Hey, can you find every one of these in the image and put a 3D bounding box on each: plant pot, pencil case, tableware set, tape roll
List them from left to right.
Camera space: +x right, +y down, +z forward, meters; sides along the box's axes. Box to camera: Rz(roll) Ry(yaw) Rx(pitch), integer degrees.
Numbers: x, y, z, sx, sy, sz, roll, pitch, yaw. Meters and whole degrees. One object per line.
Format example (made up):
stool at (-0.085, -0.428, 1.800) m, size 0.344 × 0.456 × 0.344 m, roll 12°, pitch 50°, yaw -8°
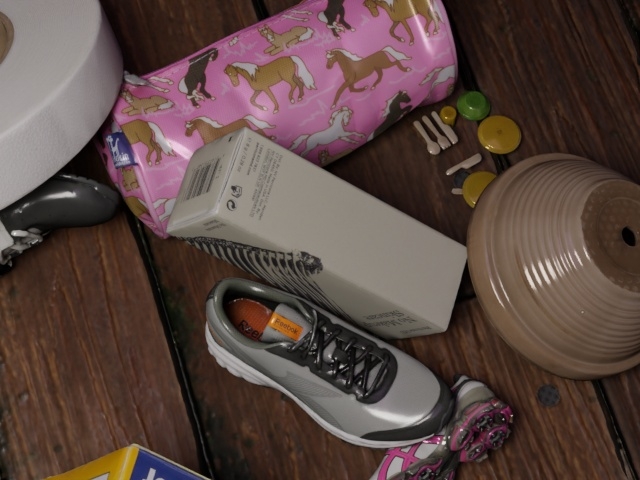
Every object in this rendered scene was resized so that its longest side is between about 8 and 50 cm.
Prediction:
tape roll at (-0.386, -0.145, 1.259) m, size 0.392 × 0.072 × 0.392 m, roll -11°, pitch 42°, yaw 10°
pencil case at (-0.044, -0.153, 1.322) m, size 0.386 × 0.167 × 0.160 m, roll -27°, pitch 56°, yaw -12°
tableware set at (0.178, -0.090, 1.379) m, size 0.104 × 0.024 × 0.154 m, roll -30°, pitch 72°, yaw -16°
plant pot at (0.273, 0.012, 1.251) m, size 0.237 × 0.110 × 0.237 m, roll 10°, pitch 67°, yaw -24°

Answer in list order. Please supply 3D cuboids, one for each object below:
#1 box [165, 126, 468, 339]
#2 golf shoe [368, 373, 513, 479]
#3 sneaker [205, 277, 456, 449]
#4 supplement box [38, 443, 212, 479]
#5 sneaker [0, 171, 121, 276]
box at (0.000, 0.000, 1.225) m, size 0.275 × 0.113 × 0.094 m, roll 27°, pitch 68°, yaw -25°
golf shoe at (0.099, 0.209, 1.247) m, size 0.186 × 0.067 × 0.086 m, roll -39°, pitch 40°, yaw -8°
sneaker at (0.001, 0.117, 1.228) m, size 0.272 × 0.108 × 0.100 m, roll 23°, pitch 66°, yaw 17°
supplement box at (-0.172, 0.378, 1.036) m, size 0.195 × 0.194 × 0.356 m, roll 31°, pitch 57°, yaw -24°
sneaker at (-0.359, 0.007, 1.279) m, size 0.331 × 0.122 × 0.146 m, roll -5°, pitch 75°, yaw 10°
